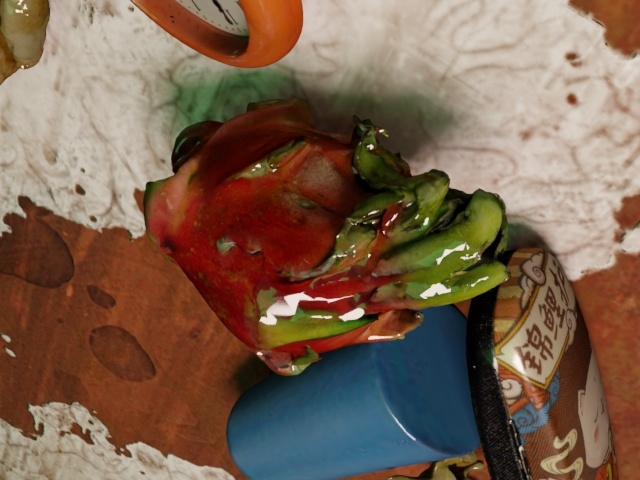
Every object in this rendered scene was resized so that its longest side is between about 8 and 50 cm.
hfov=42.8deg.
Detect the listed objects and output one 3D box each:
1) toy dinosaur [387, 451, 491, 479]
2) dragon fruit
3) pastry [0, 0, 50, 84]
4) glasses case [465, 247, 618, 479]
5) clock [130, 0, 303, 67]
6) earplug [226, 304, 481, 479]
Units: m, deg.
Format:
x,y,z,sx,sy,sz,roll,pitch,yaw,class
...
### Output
x,y,z,sx,sy,sz,roll,pitch,yaw,class
0.097,0.221,0.734,0.162,0.039,0.126,5,148,-28,toy dinosaur
0.002,-0.021,0.584,0.269,0.198,0.200,-25,64,34,dragon fruit
-0.329,-0.221,0.663,0.229,0.100,0.218,42,133,-5,pastry
0.178,0.154,0.632,0.082,0.122,0.320,-2,122,33,glasses case
-0.094,-0.195,0.531,0.205,0.051,0.205,37,166,11,clock
0.012,0.153,0.732,0.132,0.132,0.273,48,136,-9,earplug
